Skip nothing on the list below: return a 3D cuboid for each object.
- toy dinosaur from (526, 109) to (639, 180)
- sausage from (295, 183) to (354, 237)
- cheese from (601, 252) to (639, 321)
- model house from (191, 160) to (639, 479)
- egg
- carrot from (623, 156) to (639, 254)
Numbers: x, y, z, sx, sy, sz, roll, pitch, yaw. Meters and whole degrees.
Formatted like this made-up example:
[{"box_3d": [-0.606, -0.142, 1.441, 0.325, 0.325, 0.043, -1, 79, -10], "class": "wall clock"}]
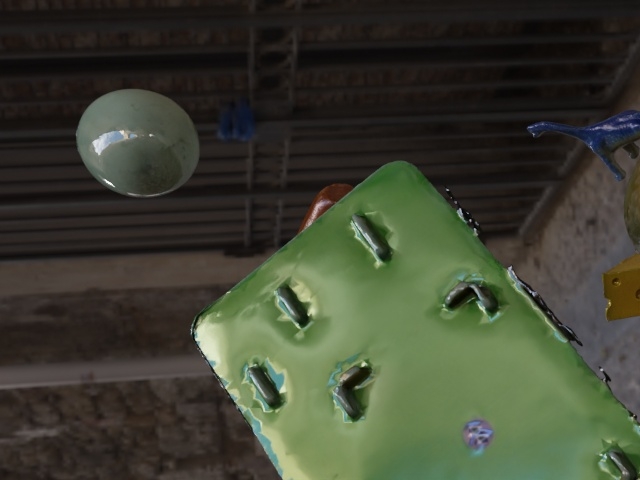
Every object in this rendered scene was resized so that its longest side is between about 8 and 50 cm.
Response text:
[{"box_3d": [0.509, -0.207, 1.685, 0.248, 0.188, 0.075, -37, 27, 43], "class": "toy dinosaur"}, {"box_3d": [0.000, 0.000, 1.472, 0.076, 0.076, 0.197, -100, 29, -49], "class": "sausage"}, {"box_3d": [0.573, 0.082, 1.733, 0.126, 0.171, 0.093, 19, 119, 62], "class": "cheese"}, {"box_3d": [0.100, 0.154, 0.840, 0.357, 0.242, 0.313, 51, 180, 26], "class": "model house"}, {"box_3d": [-0.345, -0.184, 1.838, 0.283, 0.203, 0.202, 21, 121, 40], "class": "egg"}, {"box_3d": [0.445, -0.092, 0.887, 0.340, 0.224, 0.224, -52, 11, 3], "class": "carrot"}]
